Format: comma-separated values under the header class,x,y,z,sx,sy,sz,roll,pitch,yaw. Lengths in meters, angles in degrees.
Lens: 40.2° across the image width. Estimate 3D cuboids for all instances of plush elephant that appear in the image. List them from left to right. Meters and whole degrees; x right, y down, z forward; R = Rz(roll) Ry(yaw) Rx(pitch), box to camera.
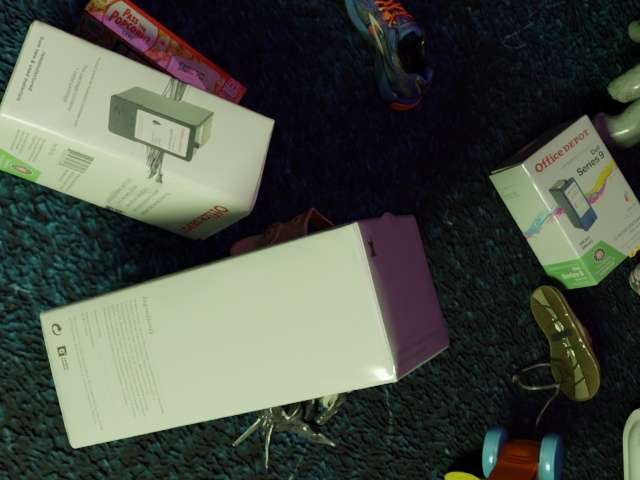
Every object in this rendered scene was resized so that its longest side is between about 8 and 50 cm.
class,x,y,z,sx,sy,sz,roll,pitch,yaw
plush elephant,0.564,-0.313,1.354,0.272,0.330,0.255,-4,65,-18

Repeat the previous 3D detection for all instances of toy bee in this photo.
class,x,y,z,sx,sy,sz,roll,pitch,yaw
toy bee,0.288,0.320,1.168,0.298,0.195,0.162,-30,119,-36

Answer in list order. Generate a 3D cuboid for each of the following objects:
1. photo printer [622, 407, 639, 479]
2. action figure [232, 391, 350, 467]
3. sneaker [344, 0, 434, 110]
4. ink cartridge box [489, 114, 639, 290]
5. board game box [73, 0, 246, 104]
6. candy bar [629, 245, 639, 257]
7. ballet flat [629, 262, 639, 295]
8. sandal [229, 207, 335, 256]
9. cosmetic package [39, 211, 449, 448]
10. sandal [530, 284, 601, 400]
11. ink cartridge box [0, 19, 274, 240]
class,x,y,z,sx,sy,sz,roll,pitch,yaw
photo printer,0.578,0.389,1.317,0.256,0.107,0.307,7,79,-24
action figure,-0.012,0.132,1.059,0.164,0.141,0.275,26,63,21
sneaker,0.105,-0.297,1.220,0.083,0.087,0.221,-25,93,-27
ink cartridge box,0.375,-0.056,1.304,0.154,0.093,0.212,-35,95,-25
board game box,-0.198,-0.199,1.031,0.193,0.147,0.045,36,69,-17
candy bar,0.546,-0.027,1.420,0.161,0.018,0.040,-31,99,-26
ballet flat,0.595,0.087,1.390,0.222,0.079,0.076,23,72,-20
sandal,0.002,-0.003,1.061,0.088,0.240,0.079,-55,151,-50
cosmetic package,-0.076,0.090,0.902,0.197,0.366,0.155,-8,83,-66
sandal,0.367,0.147,1.289,0.049,0.072,0.180,-18,85,-48
ink cartridge box,-0.217,-0.109,0.978,0.273,0.198,0.114,21,72,-21
